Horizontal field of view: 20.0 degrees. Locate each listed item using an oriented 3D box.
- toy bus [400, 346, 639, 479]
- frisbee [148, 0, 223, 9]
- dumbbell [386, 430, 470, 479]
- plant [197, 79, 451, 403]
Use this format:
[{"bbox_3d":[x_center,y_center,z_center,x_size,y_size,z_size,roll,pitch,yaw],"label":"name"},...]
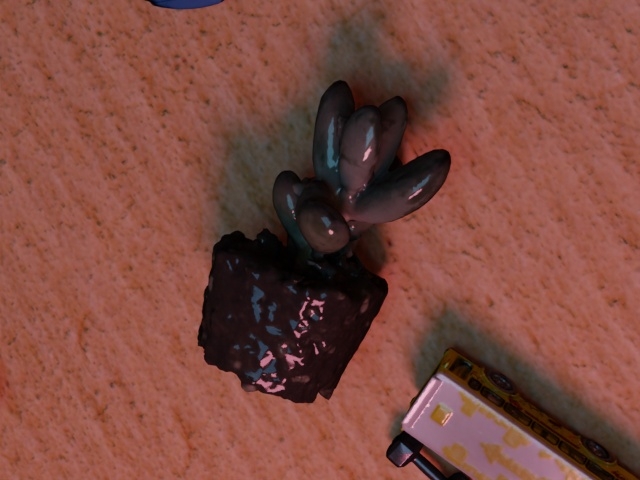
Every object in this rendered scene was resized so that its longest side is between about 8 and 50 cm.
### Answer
[{"bbox_3d":[0.180,0.191,1.577,0.226,0.074,0.081,36,114,6],"label":"toy bus"},{"bbox_3d":[-0.130,-0.317,1.558,0.242,0.045,0.242,5,106,19],"label":"frisbee"},{"bbox_3d":[0.097,0.206,1.630,0.083,0.040,0.036,42,82,4],"label":"dumbbell"},{"bbox_3d":[-0.002,0.000,1.547,0.146,0.149,0.275,31,110,8],"label":"plant"}]
